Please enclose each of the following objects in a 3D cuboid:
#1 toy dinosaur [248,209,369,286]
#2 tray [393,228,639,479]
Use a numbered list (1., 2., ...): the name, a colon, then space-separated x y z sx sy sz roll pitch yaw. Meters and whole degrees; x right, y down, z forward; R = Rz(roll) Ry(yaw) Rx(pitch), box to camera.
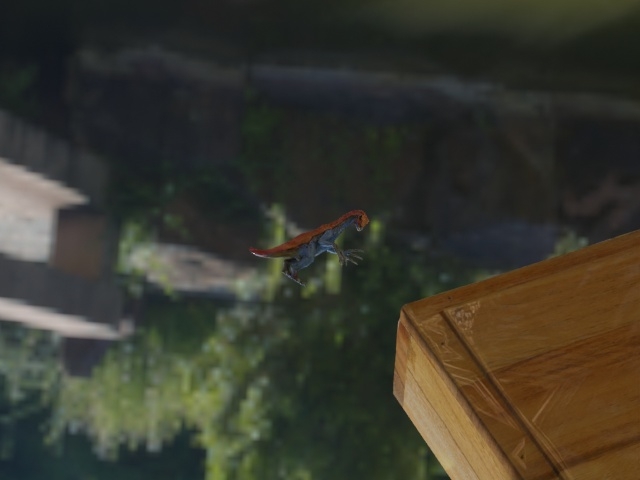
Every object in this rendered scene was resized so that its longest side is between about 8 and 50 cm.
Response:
1. toy dinosaur: 0.000 0.000 1.669 0.090 0.082 0.047 33 178 -12
2. tray: 0.267 0.060 1.002 0.411 0.203 0.076 -17 136 -20
